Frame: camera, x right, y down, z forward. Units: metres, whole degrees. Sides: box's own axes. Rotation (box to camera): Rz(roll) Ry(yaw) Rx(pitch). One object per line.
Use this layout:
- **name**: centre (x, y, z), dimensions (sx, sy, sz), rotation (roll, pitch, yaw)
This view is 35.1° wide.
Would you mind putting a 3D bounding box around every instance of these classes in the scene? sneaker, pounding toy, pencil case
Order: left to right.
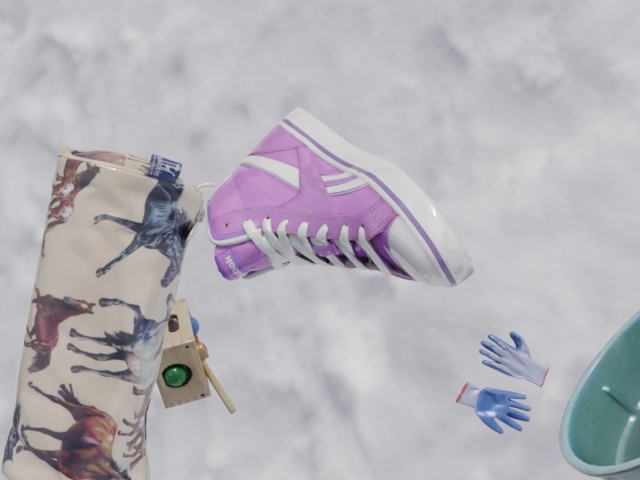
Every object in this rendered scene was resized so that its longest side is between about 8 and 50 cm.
- **pencil case**: centre (-0.245, 0.101, 1.172), dimensions (0.160, 0.184, 0.410), rotation (147, 133, -87)
- **pounding toy**: centre (-0.196, 0.179, 1.500), dimensions (0.141, 0.100, 0.130), rotation (-114, 10, -56)
- **sneaker**: centre (0.000, 0.001, 0.856), dimensions (0.282, 0.161, 0.102), rotation (37, 165, 53)

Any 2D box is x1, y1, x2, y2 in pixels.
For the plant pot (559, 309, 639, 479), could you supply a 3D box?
- **plant pot**: centre (0.531, 0.252, 1.226), dimensions (0.334, 0.341, 0.341), rotation (42, 138, -8)

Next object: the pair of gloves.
- **pair of gloves**: centre (0.372, 0.285, 2.044), dimensions (0.198, 0.159, 0.023), rotation (-64, 8, -3)
